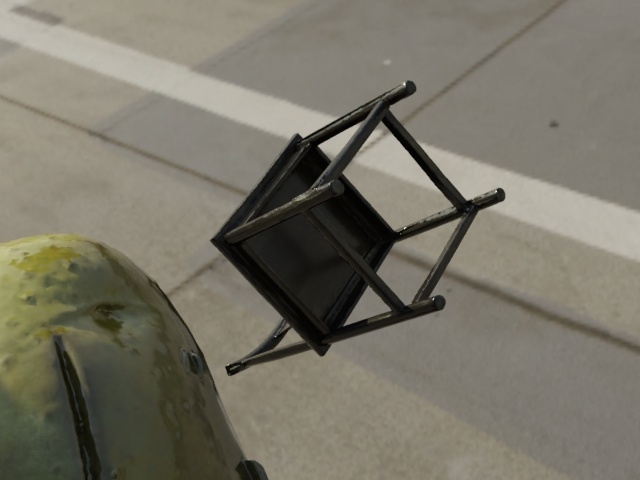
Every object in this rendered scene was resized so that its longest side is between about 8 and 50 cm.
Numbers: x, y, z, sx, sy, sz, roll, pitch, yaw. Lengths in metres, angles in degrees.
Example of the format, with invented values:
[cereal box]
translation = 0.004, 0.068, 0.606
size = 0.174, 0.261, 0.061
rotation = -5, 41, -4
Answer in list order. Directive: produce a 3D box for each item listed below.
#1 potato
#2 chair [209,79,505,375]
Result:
[potato]
translation = -0.081, 0.118, 0.403
size = 0.144, 0.248, 0.169
rotation = -16, -8, -9
[chair]
translation = 0.000, 0.000, 0.887
size = 0.260, 0.141, 0.154
rotation = -24, 24, 48
